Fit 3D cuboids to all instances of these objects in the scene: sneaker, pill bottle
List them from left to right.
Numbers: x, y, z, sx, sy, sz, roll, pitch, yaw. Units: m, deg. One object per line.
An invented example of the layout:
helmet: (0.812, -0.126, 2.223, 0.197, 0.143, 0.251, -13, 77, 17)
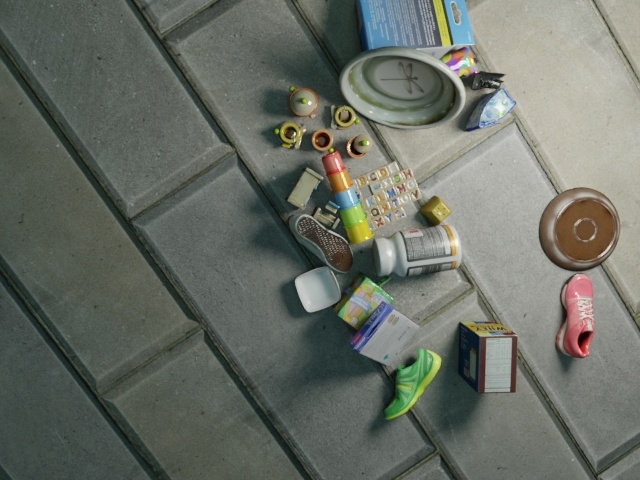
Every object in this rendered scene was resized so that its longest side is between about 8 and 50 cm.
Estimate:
sneaker: (0.000, 0.000, 1.888, 0.290, 0.123, 0.106, 45, 78, -28)
sneaker: (0.314, 0.515, 1.961, 0.124, 0.109, 0.295, 36, 94, 16)
pill bottle: (0.329, 0.039, 1.874, 0.279, 0.162, 0.162, -7, 96, -4)
sneaker: (0.576, -0.543, 1.859, 0.089, 0.170, 0.051, 22, 127, 16)
sneaker: (0.946, 0.276, 1.959, 0.116, 0.136, 0.313, 3, 95, -6)

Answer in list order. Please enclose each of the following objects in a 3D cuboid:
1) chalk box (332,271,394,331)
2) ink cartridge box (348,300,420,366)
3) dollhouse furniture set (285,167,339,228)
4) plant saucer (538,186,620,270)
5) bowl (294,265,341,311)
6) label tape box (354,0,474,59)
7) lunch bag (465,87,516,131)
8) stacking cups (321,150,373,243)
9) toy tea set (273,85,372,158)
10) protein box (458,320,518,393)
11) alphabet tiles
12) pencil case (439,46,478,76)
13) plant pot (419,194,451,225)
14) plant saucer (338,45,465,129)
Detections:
chalk box: (0.160, 0.200, 1.892, 0.132, 0.132, 0.213, 38, 90, -7)
ink cartridge box: (0.212, 0.315, 1.842, 0.065, 0.311, 0.185, 39, 92, 34)
dollhouse furniture set: (-0.008, -0.145, 1.850, 0.184, 0.129, 0.129, 31, 92, -10)
plant saucer: (0.952, -0.038, 1.976, 0.311, 0.050, 0.310, 0, 96, -4)
bowl: (-0.010, 0.168, 1.915, 0.142, 0.053, 0.142, -21, 96, -2)
label tape box: (0.302, -0.706, 1.794, 0.348, 0.115, 0.249, -6, 75, -6)
lunch bag: (0.575, -0.435, 1.867, 0.151, 0.129, 0.096, -44, 96, 0)
stacking cups: (0.089, -0.150, 1.860, 0.096, 0.096, 0.316, -20, 101, -2)
toy tea set: (0.020, -0.387, 1.829, 0.336, 0.124, 0.199, 13, 94, -6)
protein box: (0.583, 0.403, 1.909, 0.136, 0.200, 0.201, 0, 95, -5)
alphabet tiles: (0.231, -0.159, 1.926, 0.237, 0.009, 0.198, -23, 96, -2)
pencil case: (0.414, -0.576, 1.859, 0.237, 0.104, 0.104, -21, 97, -1)
plant pot: (0.411, -0.103, 1.907, 0.081, 0.083, 0.081, -45, 96, 1)
plant saucer: (0.262, -0.500, 1.727, 0.401, 0.400, 0.100, 17, 71, -6)
